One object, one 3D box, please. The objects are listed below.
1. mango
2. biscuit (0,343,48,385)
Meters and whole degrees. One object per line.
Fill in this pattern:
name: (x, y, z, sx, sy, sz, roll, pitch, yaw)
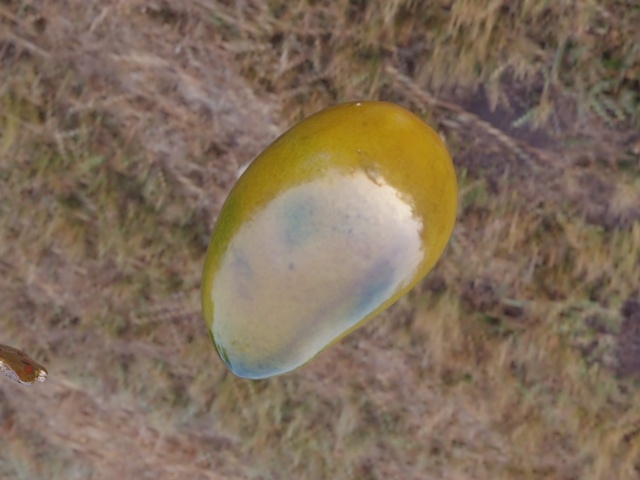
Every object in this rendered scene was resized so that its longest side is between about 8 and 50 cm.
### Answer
mango: (-0.001, -0.005, 0.712, 0.163, 0.111, 0.089, -34, 154, 1)
biscuit: (-0.348, 0.118, 1.399, 0.130, 0.019, 0.119, 24, 179, -22)
